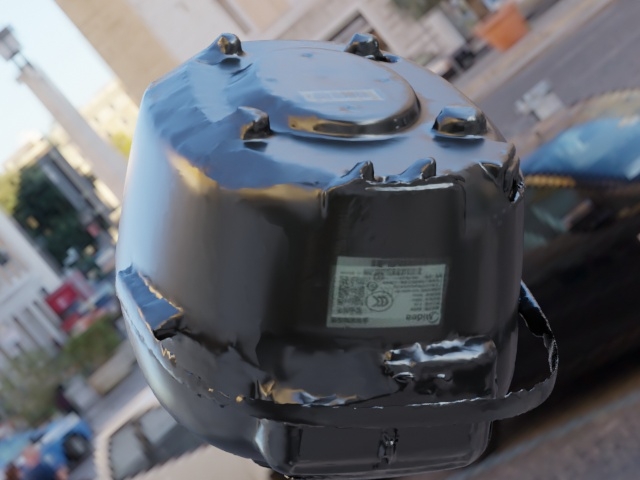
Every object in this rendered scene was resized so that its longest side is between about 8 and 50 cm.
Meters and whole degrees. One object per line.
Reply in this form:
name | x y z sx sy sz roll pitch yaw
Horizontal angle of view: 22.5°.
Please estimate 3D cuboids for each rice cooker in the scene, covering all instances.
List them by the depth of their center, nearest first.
rice cooker | 0.000 0.001 0.558 0.142 0.118 0.203 -3 25 -18
